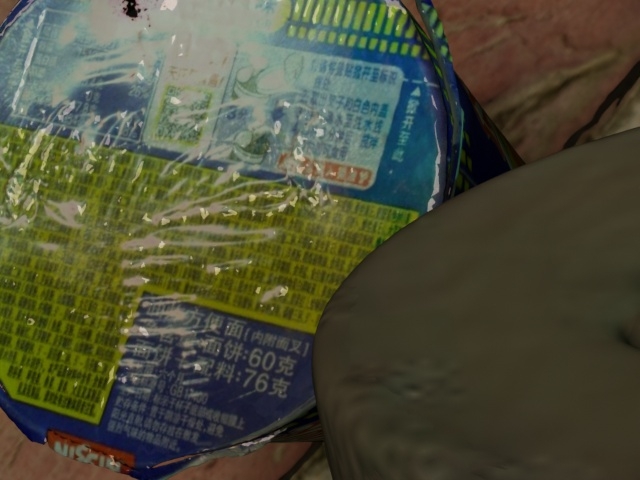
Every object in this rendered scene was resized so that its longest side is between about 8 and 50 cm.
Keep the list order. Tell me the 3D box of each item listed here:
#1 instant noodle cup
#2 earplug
[{"bbox_3d":[0.000,0.000,0.923,0.284,0.312,0.284,-7,75,25],"label":"instant noodle cup"},{"bbox_3d":[0.183,0.183,0.673,0.313,0.312,0.394,0,115,27],"label":"earplug"}]
